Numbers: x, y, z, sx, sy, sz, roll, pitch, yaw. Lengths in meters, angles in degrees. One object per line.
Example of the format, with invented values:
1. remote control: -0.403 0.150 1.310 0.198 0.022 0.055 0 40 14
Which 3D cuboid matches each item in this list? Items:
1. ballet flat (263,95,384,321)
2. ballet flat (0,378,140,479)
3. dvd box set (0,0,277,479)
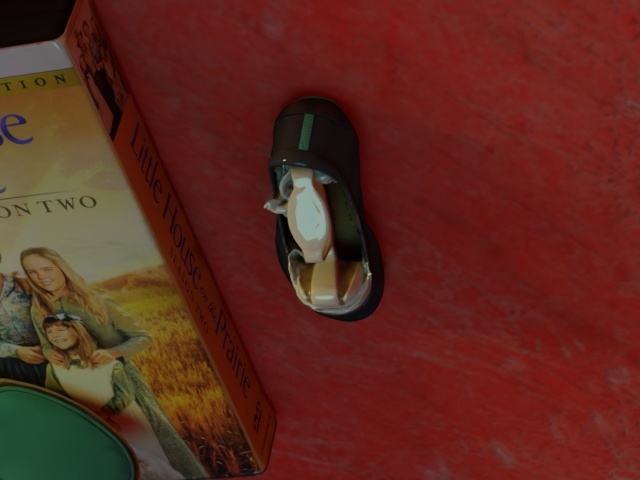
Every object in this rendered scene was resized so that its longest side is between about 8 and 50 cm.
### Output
1. ballet flat: 0.000 0.000 1.170 0.074 0.074 0.203 0 135 10
2. ballet flat: -0.248 0.133 1.264 0.248 0.086 0.086 22 134 -12
3. dvd box set: -0.233 0.024 1.239 0.308 0.062 0.420 -6 134 15
